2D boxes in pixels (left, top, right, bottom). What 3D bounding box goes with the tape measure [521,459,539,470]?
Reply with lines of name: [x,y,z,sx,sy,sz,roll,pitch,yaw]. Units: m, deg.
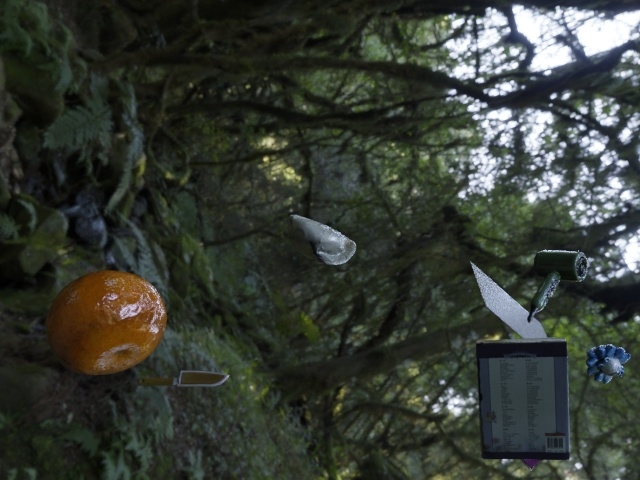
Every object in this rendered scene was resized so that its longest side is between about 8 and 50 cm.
tape measure: [0.642,0.606,1.875,0.074,0.118,0.125,43,12,-20]

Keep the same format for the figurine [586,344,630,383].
figurine: [0.716,0.305,1.584,0.079,0.114,0.114,-95,172,-59]

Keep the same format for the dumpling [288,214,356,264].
dumpling: [0.001,0.000,1.519,0.176,0.150,0.092,18,-78,46]

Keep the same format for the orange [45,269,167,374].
orange: [-0.397,0.149,1.174,0.224,0.224,0.170,93,-28,-58]

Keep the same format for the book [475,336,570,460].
book: [0.367,0.289,1.140,0.026,0.157,0.231,-51,137,-75]

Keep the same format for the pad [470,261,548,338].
pad: [0.390,0.150,1.253,0.235,0.003,0.158,38,24,-19]

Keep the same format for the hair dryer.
hair dryer: [0.350,0.074,0.965,0.071,0.150,0.047,1,-47,48]

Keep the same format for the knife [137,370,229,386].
knife: [-0.375,0.374,1.702,0.022,0.256,0.046,80,11,-48]
